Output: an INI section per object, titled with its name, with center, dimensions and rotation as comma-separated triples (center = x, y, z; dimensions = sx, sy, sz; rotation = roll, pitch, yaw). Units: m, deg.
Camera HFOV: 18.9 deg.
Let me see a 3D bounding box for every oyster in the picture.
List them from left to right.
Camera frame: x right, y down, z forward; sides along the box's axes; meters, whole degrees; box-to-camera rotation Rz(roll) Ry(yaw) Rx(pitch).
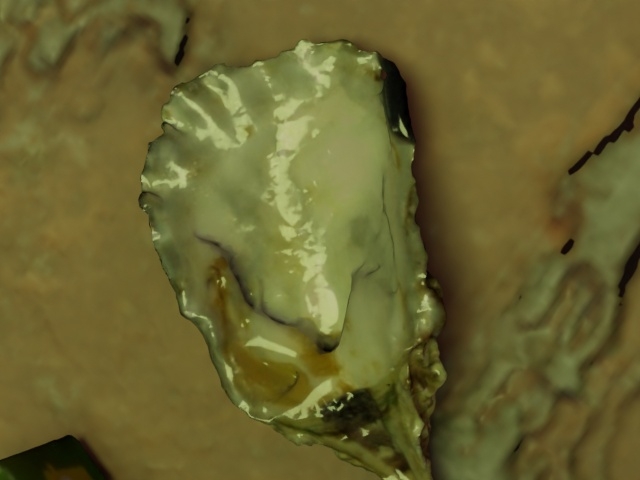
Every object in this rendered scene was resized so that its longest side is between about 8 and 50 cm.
[oyster]
center = 0.000, 0.000, 0.628
dimensions = 0.146, 0.045, 0.121
rotation = 35, 106, 22

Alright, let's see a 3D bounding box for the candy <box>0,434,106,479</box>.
[candy]
center = -0.130, 0.169, 0.672
dimensions = 0.097, 0.062, 0.194
rotation = 46, 106, 11
